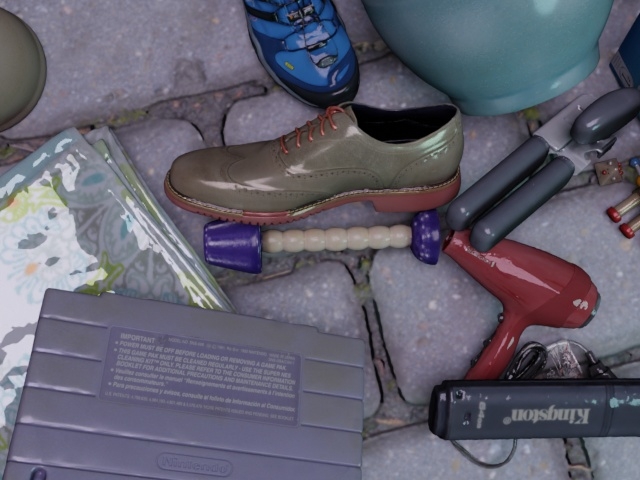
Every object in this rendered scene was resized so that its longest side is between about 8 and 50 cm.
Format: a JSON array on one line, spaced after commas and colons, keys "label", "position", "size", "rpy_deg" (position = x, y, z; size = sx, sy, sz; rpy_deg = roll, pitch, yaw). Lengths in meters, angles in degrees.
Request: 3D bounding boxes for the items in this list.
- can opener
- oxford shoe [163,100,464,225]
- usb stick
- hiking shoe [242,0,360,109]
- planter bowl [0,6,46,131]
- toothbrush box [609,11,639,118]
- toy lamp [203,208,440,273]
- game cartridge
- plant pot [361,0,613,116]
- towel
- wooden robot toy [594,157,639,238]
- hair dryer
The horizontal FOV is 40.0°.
[{"label": "can opener", "position": [0.258, -0.095, 1.018], "size": [0.280, 0.093, 0.074], "rpy_deg": [-38, 67, -21]}, {"label": "oxford shoe", "position": [-0.007, -0.105, 1.005], "size": [0.348, 0.130, 0.123], "rpy_deg": [-7, 44, -9]}, {"label": "usb stick", "position": [0.262, 0.191, 1.000], "size": [0.278, 0.045, 0.077], "rpy_deg": [1, 115, -8]}, {"label": "hiking shoe", "position": [-0.048, -0.292, 1.030], "size": [0.113, 0.132, 0.304], "rpy_deg": [-29, 88, -3]}, {"label": "planter bowl", "position": [-0.416, -0.212, 1.029], "size": [0.162, 0.109, 0.162], "rpy_deg": [0, 87, -2]}, {"label": "toothbrush box", "position": [0.464, -0.140, 0.966], "size": [0.126, 0.216, 0.295], "rpy_deg": [-23, 75, -2]}, {"label": "toy lamp", "position": [0.000, 0.000, 1.045], "size": [0.275, 0.080, 0.080], "rpy_deg": [0, 87, -3]}, {"label": "game cartridge", "position": [-0.128, 0.181, 0.919], "size": [0.355, 0.068, 0.230], "rpy_deg": [11, 56, -13]}, {"label": "plant pot", "position": [0.202, -0.262, 0.982], "size": [0.293, 0.293, 0.196], "rpy_deg": [-27, 115, -3]}, {"label": "towel", "position": [-0.317, 0.087, 1.026], "size": [0.374, 0.090, 0.320], "rpy_deg": [-37, 88, -3]}, {"label": "wooden robot toy", "position": [0.400, -0.035, 1.053], "size": [0.076, 0.079, 0.173], "rpy_deg": [-40, 88, -3]}, {"label": "hair dryer", "position": [0.225, 0.111, 1.026], "size": [0.224, 0.080, 0.293], "rpy_deg": [-23, 95, -3]}]
